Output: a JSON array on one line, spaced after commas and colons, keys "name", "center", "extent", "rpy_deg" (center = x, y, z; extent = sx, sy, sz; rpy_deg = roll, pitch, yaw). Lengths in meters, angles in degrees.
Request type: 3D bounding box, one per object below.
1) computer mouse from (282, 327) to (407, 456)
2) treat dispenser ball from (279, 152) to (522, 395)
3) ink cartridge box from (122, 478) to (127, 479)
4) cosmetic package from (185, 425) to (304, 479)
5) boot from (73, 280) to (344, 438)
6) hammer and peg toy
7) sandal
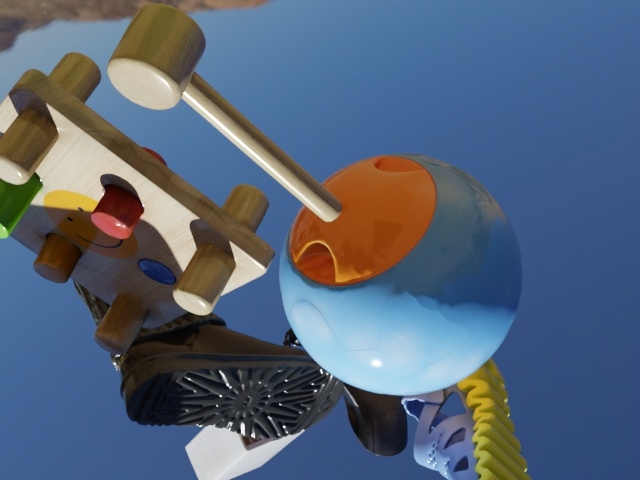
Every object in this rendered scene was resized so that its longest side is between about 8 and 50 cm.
[{"name": "computer mouse", "center": [0.043, 0.224, 1.658], "extent": [0.184, 0.060, 0.262], "rpy_deg": [2, -128, -26]}, {"name": "treat dispenser ball", "center": [0.095, 0.040, 1.222], "extent": [0.288, 0.288, 0.288], "rpy_deg": [-24, -160, 9]}, {"name": "ink cartridge box", "center": [-0.370, 0.526, 1.866], "extent": [0.148, 0.086, 0.203], "rpy_deg": [15, -164, 28]}, {"name": "cosmetic package", "center": [-0.119, 0.308, 1.610], "extent": [0.117, 0.085, 0.231], "rpy_deg": [-17, 160, -32]}, {"name": "boot", "center": [-0.149, 0.127, 1.402], "extent": [0.131, 0.348, 0.260], "rpy_deg": [-57, -139, 23]}, {"name": "hammer and peg toy", "center": [-0.166, -0.030, 0.878], "extent": [0.361, 0.266, 0.127], "rpy_deg": [-26, -148, 52]}, {"name": "sandal", "center": [0.184, 0.265, 1.341], "extent": [0.138, 0.126, 0.317], "rpy_deg": [-29, -153, 17]}]
